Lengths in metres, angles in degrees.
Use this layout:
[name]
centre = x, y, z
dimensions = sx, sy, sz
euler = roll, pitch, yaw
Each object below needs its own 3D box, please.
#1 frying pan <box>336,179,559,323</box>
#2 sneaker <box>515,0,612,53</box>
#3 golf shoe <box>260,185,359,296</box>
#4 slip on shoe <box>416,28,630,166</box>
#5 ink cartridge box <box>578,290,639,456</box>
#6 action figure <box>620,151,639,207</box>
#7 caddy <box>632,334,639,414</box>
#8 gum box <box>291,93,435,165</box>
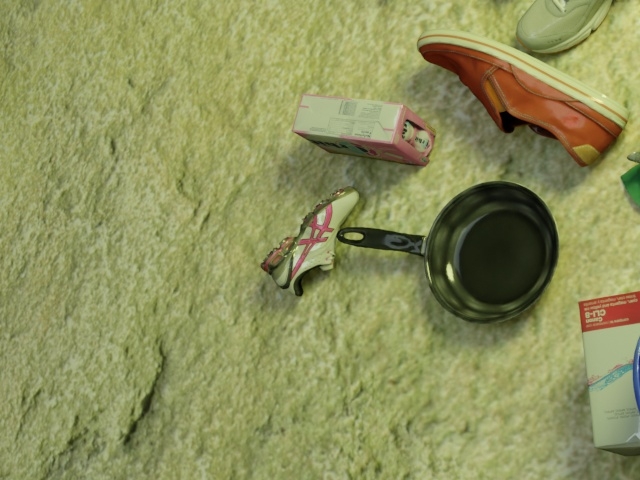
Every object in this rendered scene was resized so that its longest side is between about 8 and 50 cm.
[frying pan]
centre = 0.179, 0.035, 1.458
dimensions = 0.326, 0.053, 0.197
euler = -19, 66, 30
[sneaker]
centre = 0.360, -0.362, 1.415
dimensions = 0.262, 0.121, 0.099
euler = -39, 58, 18
[golf shoe]
centre = 0.000, 0.000, 1.587
dimensions = 0.086, 0.067, 0.186
euler = 44, 101, 5
[slip on shoe]
centre = 0.256, -0.202, 1.443
dimensions = 0.331, 0.123, 0.101
euler = 34, 99, 31
[ink cartridge box]
centre = 0.388, 0.158, 1.236
dimensions = 0.127, 0.128, 0.176
euler = -13, 69, 30
[action figure]
centre = 0.448, -0.020, 1.280
dimensions = 0.137, 0.063, 0.232
euler = -49, 51, 46
[caddy]
centre = 0.467, 0.120, 1.094
dimensions = 0.241, 0.179, 0.341
euler = 41, 58, 1
[gum box]
centre = 0.068, -0.162, 1.555
dimensions = 0.188, 0.107, 0.062
euler = 12, 83, 35
